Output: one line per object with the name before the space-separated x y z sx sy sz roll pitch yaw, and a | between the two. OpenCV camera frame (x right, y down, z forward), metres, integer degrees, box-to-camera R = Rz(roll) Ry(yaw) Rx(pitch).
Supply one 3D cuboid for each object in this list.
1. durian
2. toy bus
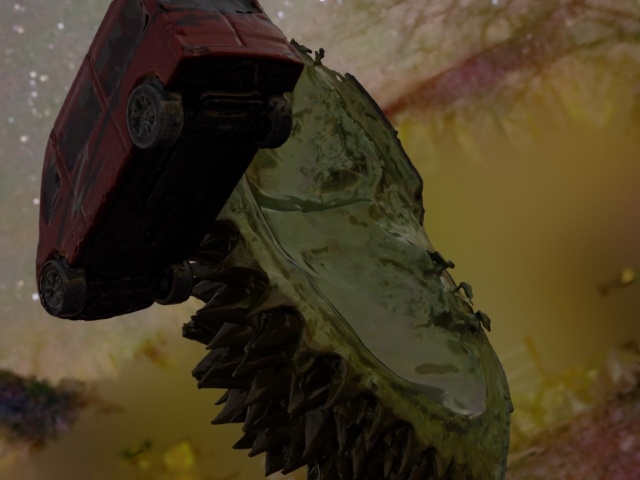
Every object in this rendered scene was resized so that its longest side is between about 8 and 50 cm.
durian | 0.000 -0.007 0.737 0.198 0.394 0.163 -11 -36 -7
toy bus | -0.092 -0.042 0.589 0.081 0.089 0.195 -5 -39 -41
